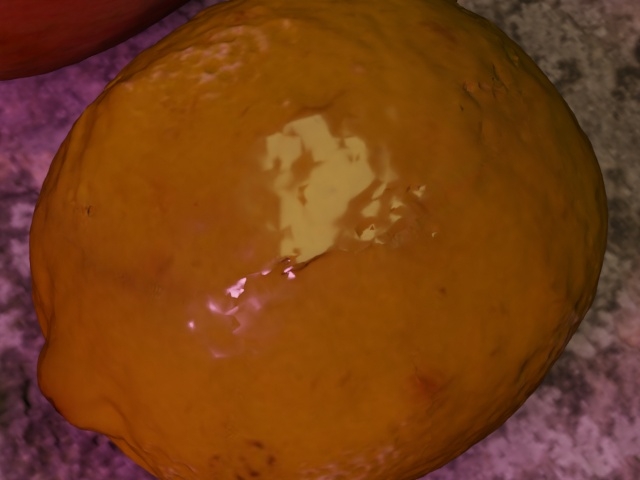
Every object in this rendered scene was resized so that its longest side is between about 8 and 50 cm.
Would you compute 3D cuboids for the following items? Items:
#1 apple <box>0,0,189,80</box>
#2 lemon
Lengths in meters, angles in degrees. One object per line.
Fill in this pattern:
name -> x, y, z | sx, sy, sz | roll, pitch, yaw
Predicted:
apple -> -0.207, -0.267, 0.908 | 0.346, 0.391, 0.391 | -32, 72, -20
lemon -> -0.002, 0.001, 0.879 | 0.284, 0.260, 0.261 | -6, 62, -19
